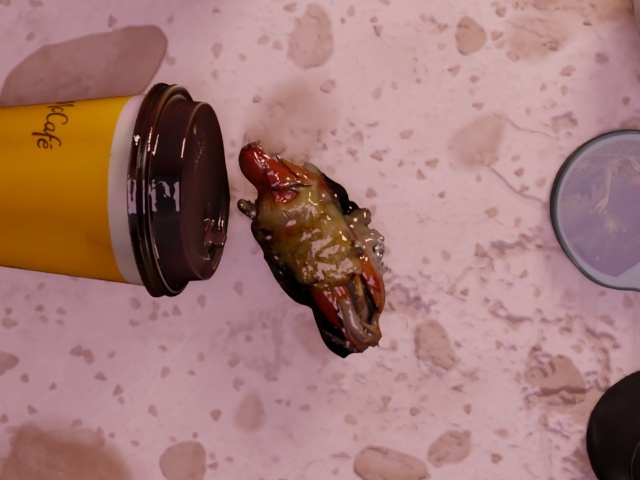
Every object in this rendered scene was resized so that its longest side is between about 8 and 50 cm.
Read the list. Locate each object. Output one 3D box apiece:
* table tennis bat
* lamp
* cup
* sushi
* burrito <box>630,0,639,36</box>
[{"bbox_3d":[0.310,0.010,1.357,0.149,0.038,0.237,-22,93,3],"label":"table tennis bat"},{"bbox_3d":[0.322,0.213,1.284,0.172,0.227,0.147,-31,95,7],"label":"lamp"},{"bbox_3d":[-0.228,-0.049,1.304,0.280,0.196,0.196,3,98,11],"label":"cup"},{"bbox_3d":[0.002,-0.002,1.340,0.097,0.103,0.226,-28,99,33],"label":"sushi"},{"bbox_3d":[0.418,-0.340,1.257,0.139,0.101,0.445,37,102,41],"label":"burrito"}]
